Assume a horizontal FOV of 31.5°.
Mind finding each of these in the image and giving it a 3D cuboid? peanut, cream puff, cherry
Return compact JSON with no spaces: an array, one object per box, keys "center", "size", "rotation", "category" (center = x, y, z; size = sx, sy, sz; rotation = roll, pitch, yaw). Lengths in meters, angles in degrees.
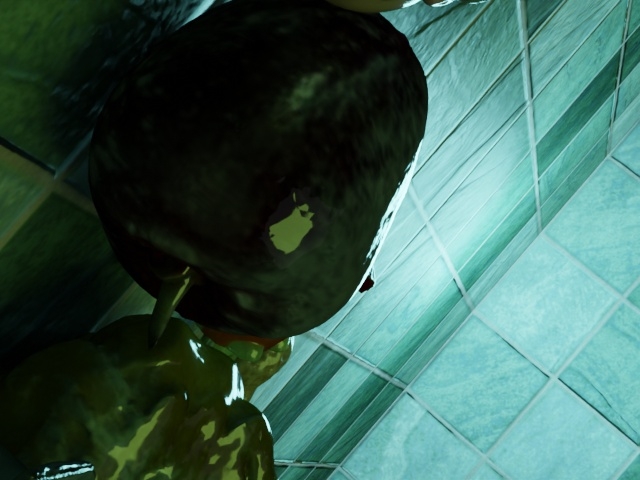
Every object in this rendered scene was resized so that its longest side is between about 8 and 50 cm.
[{"center":[-0.108,0.162,1.376],"size":[0.192,0.089,0.089],"rotation":[-53,163,11],"category":"peanut"},{"center":[-0.214,0.235,1.007],"size":[0.378,0.276,0.378],"rotation":[-22,120,-43],"category":"cream puff"},{"center":[-0.047,-0.049,0.824],"size":[0.296,0.218,0.255],"rotation":[-49,159,-18],"category":"cherry"}]

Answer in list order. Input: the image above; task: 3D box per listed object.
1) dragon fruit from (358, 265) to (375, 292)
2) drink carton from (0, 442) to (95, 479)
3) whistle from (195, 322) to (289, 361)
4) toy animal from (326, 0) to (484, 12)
[{"center":[0.004,-0.018,1.331],"size":[0.192,0.123,0.092],"rotation":[81,12,-65],"category":"dragon fruit"},{"center":[-0.280,0.163,0.743],"size":[0.191,0.190,0.185],"rotation":[-51,163,3],"category":"drink carton"},{"center":[-0.069,0.056,1.195],"size":[0.131,0.106,0.288],"rotation":[-15,142,-52],"category":"whistle"},{"center":[0.059,-0.240,0.679],"size":[0.195,0.213,0.256],"rotation":[-22,150,-28],"category":"toy animal"}]
